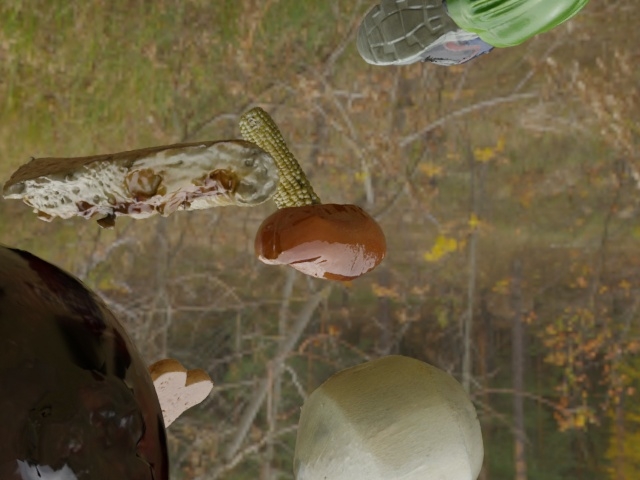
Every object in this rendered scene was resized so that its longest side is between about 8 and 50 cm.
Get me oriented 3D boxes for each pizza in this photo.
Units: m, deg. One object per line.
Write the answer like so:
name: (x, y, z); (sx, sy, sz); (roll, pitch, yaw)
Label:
pizza: (-0.190, -0.054, 0.955); (0.365, 0.074, 0.182); (-1, -172, 33)

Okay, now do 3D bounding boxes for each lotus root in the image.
lotus root: (0.236, -0.301, 1.022); (0.186, 0.186, 0.186); (1, 171, 0)

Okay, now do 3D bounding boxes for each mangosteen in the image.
mangosteen: (-0.328, 0.186, 0.728); (0.421, 0.381, 0.381); (-14, 171, -3)

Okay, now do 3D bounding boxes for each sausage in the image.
sausage: (0.000, 0.000, 1.051); (0.089, 0.089, 0.179); (-7, 173, 40)

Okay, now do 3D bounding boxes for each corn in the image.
corn: (-0.076, -0.129, 2.033); (0.097, 0.320, 0.097); (-27, -168, 6)

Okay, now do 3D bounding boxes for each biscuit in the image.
biscuit: (-0.257, 0.247, 1.256); (0.036, 0.250, 0.165); (45, 180, 27)

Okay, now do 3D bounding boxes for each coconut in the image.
coconut: (0.075, 0.283, 1.318); (0.247, 0.245, 0.245); (-13, 176, -21)

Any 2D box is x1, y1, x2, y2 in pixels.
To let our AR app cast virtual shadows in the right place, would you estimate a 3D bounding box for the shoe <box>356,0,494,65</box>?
shoe: (0.162, -0.291, 1.359); (0.227, 0.099, 0.125); (-14, 168, 3)
